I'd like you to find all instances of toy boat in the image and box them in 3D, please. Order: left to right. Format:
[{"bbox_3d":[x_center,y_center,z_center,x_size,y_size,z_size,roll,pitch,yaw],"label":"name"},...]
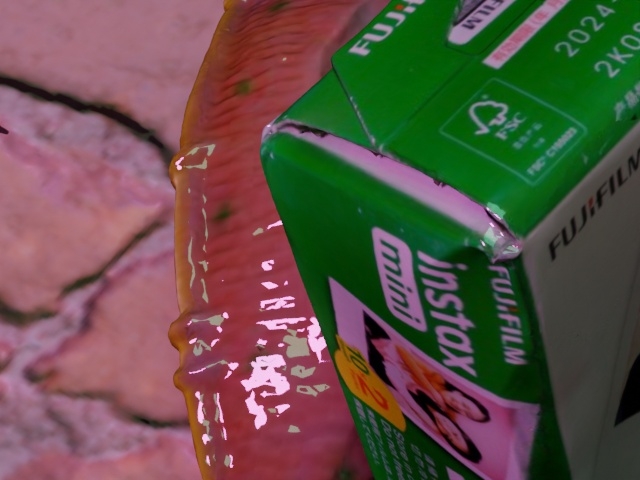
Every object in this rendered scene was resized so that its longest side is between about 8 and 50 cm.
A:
[{"bbox_3d":[0.003,-0.005,0.743,0.141,0.099,0.318,18,52,-19],"label":"toy boat"}]

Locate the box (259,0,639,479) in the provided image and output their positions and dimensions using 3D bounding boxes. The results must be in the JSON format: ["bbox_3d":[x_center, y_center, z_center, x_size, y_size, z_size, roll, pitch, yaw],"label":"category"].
[{"bbox_3d":[0.093,0.011,0.630,0.103,0.250,0.180,26,60,38],"label":"box"}]
